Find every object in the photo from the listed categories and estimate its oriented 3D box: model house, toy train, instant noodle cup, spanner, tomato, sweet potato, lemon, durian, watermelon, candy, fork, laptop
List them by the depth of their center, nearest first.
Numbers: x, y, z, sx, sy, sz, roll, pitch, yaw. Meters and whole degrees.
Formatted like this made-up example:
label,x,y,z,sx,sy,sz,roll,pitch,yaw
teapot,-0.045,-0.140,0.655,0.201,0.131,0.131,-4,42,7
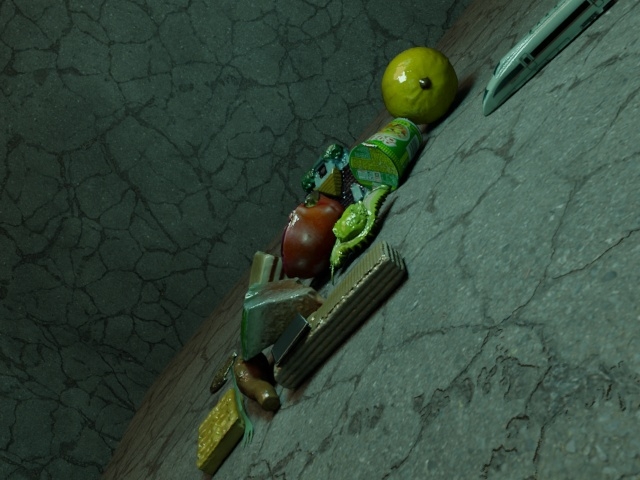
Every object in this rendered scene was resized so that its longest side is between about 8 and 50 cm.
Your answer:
label,x,y,z,sx,sy,sz,roll,pitch,yaw
laptop,-0.079,0.246,1.317,0.129,0.016,0.180,-52,8,-6
fork,-0.208,0.432,1.386,0.039,0.021,0.235,-41,45,22
toy train,0.562,-0.500,1.389,0.407,0.088,0.086,-45,12,35
sweet potato,-0.187,0.389,1.469,0.109,0.109,0.385,-52,13,-2
watermelon,-0.135,0.198,1.529,0.302,0.151,0.264,-29,8,-2
durian,0.114,-0.035,1.647,0.375,0.132,0.106,-56,-16,-11
tomato,0.005,-0.001,1.801,0.335,0.176,0.289,-48,-31,-58
spanner,-0.085,0.233,1.807,0.302,0.017,0.071,-54,10,-20
instant noodle cup,0.246,-0.314,1.847,0.232,0.207,0.207,-48,7,-31
lemon,0.362,-0.564,1.929,0.297,0.297,0.297,-49,11,12
model house,0.080,-0.200,2.156,0.280,0.230,0.248,-47,35,32
candy,-0.212,0.146,2.180,0.321,0.135,0.179,-172,93,-78

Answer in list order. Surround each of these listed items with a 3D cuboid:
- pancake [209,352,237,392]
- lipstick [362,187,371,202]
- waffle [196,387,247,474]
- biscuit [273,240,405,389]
label,x,y,z,sx,sy,sz,roll,pitch,yaw
pancake,-0.377,0.517,2.066,0.184,0.020,0.190,-37,18,55
lipstick,0.193,-0.182,1.929,0.068,0.061,0.274,-42,13,33
waffle,-0.279,0.532,1.490,0.168,0.057,0.274,-52,11,-6
biscuit,0.039,0.184,1.283,0.426,0.078,0.144,-48,10,15
